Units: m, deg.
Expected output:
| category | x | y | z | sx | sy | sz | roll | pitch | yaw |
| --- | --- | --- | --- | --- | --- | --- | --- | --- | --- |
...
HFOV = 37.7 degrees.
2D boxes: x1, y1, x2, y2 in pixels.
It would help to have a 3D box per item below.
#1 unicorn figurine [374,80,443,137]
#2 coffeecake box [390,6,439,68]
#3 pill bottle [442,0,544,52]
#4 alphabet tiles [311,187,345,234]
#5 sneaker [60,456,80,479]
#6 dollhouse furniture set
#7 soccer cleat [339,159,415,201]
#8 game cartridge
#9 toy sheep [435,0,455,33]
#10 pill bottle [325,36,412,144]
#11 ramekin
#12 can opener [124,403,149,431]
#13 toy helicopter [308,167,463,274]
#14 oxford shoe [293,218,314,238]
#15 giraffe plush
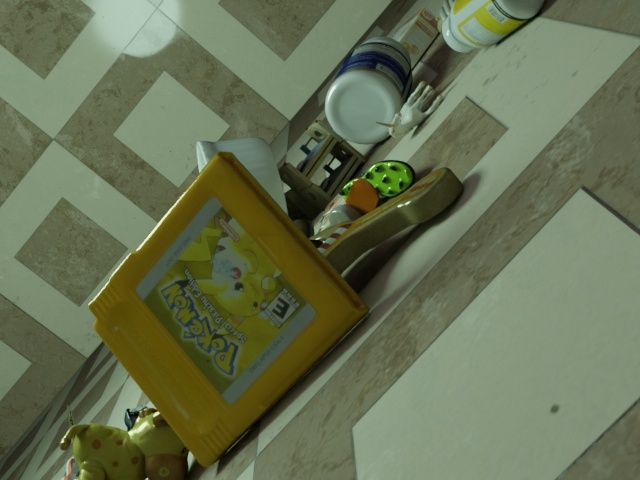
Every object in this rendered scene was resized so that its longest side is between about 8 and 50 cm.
| category | x | y | z | sx | sy | sz | roll | pitch | yaw |
| --- | --- | --- | --- | --- | --- | --- | --- | --- | --- |
| unicorn figurine | 0.165 | -0.231 | 1.682 | 0.111 | 0.060 | 0.162 | -49 | -5 | 10 |
| coffeecake box | 0.189 | -0.440 | 2.203 | 0.185 | 0.068 | 0.142 | -55 | 12 | -19 |
| pill bottle | 0.282 | -0.385 | 1.568 | 0.103 | 0.103 | 0.184 | -56 | 12 | -24 |
| alphabet tiles | 0.000 | 0.000 | 1.653 | 0.278 | 0.021 | 0.284 | -46 | 12 | 22 |
| sneaker | -0.500 | 0.495 | 1.980 | 0.064 | 0.061 | 0.158 | -23 | 13 | 0 |
| dollhouse furniture set | -0.025 | -0.135 | 1.903 | 0.129 | 0.129 | 0.183 | -55 | 12 | -24 |
| soccer cleat | 0.099 | -0.095 | 1.479 | 0.072 | 0.060 | 0.179 | -27 | 4 | -33 |
| game cartridge | -0.137 | 0.094 | 1.237 | 0.324 | 0.285 | 0.052 | -47 | -14 | 20 |
| toy sheep | 0.283 | -0.450 | 1.837 | 0.132 | 0.091 | 0.091 | -38 | 16 | 28 |
| pill bottle | 0.107 | -0.314 | 1.904 | 0.153 | 0.153 | 0.265 | -44 | 12 | 30 |
| ramekin | -0.152 | -0.072 | 1.855 | 0.135 | 0.277 | 0.277 | -12 | 5 | -11 |
| can opener | -0.339 | 0.361 | 1.768 | 0.059 | 0.073 | 0.186 | -13 | 10 | -10 |
| toy helicopter | 0.051 | -0.005 | 1.296 | 0.355 | 0.140 | 0.235 | -30 | 11 | 32 |
| oxford shoe | -0.075 | 0.027 | 1.566 | 0.083 | 0.096 | 0.227 | -43 | 12 | 41 |
| giraffe plush | -0.262 | 0.317 | 1.363 | 0.170 | 0.210 | 0.181 | -17 | 0 | 1 |
